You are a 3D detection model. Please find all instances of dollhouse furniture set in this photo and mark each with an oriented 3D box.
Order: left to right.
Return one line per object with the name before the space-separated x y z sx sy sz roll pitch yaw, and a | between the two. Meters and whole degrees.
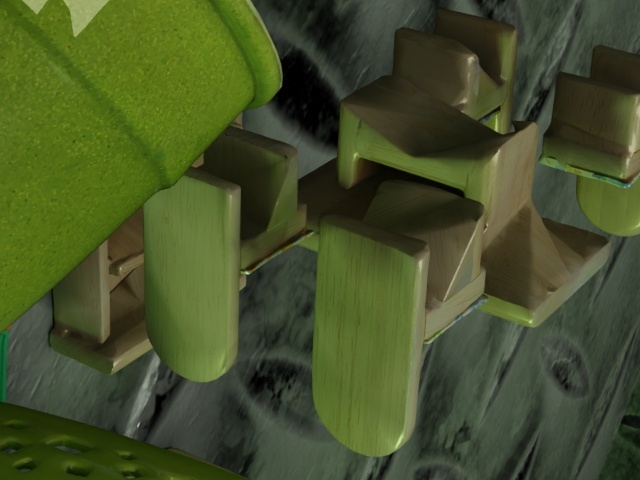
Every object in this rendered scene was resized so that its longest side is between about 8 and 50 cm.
dollhouse furniture set | 0.000 0.000 1.069 0.362 0.394 0.257 -34 135 -47

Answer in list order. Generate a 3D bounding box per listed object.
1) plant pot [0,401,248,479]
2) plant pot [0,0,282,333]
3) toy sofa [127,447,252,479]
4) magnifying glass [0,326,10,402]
plant pot | -0.198 0.244 0.966 0.207 0.227 0.228 6 98 -71
plant pot | -0.268 -0.049 0.674 0.353 0.366 0.366 -52 148 -9
toy sofa | -0.156 0.373 1.276 0.177 0.150 0.363 0 107 -61
magnifying glass | -0.248 0.084 1.081 0.092 0.026 0.231 20 91 -61
